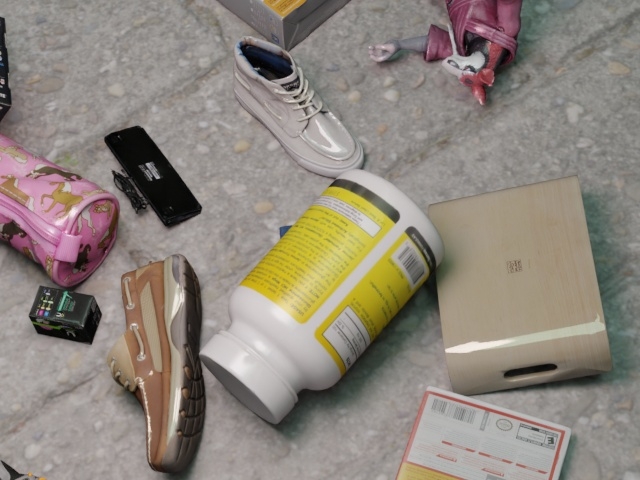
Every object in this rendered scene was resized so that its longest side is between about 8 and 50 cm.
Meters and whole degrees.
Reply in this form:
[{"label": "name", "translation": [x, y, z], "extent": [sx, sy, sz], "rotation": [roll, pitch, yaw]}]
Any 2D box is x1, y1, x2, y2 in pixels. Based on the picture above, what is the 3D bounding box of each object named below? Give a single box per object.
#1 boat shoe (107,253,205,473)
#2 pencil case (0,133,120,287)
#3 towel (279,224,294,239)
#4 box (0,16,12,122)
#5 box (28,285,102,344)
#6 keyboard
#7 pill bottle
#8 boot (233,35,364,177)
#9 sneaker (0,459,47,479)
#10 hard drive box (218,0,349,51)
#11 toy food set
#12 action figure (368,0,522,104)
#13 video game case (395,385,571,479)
[{"label": "boat shoe", "translation": [-0.226, 0.170, 1.876], "extent": [0.116, 0.123, 0.324], "rotation": [-8, 53, 6]}, {"label": "pencil case", "translation": [-0.473, -0.080, 1.996], "extent": [0.386, 0.160, 0.167], "rotation": [29, 51, 16]}, {"label": "towel", "translation": [0.000, 0.000, 2.003], "extent": [0.119, 0.029, 0.067], "rotation": [-8, 59, -1]}, {"label": "box", "translation": [-0.557, -0.271, 1.974], "extent": [0.220, 0.051, 0.175], "rotation": [12, 50, -34]}, {"label": "box", "translation": [-0.360, 0.105, 1.943], "extent": [0.083, 0.062, 0.052], "rotation": [10, 62, 9]}, {"label": "keyboard", "translation": [-0.267, -0.091, 2.076], "extent": [0.100, 0.038, 0.192], "rotation": [-18, 57, -34]}, {"label": "pill bottle", "translation": [-0.002, 0.078, 1.861], "extent": [0.188, 0.188, 0.334], "rotation": [36, 73, 21]}, {"label": "boot", "translation": [-0.040, -0.203, 2.067], "extent": [0.258, 0.123, 0.095], "rotation": [38, 69, 21]}, {"label": "sneaker", "translation": [-0.353, 0.348, 1.797], "extent": [0.215, 0.084, 0.083], "rotation": [35, 64, 11]}, {"label": "hard drive box", "translation": [-0.077, -0.441, 2.228], "extent": [0.232, 0.089, 0.181], "rotation": [39, 69, 22]}, {"label": "toy food set", "translation": [0.277, 0.058, 1.934], "extent": [0.220, 0.092, 0.306], "rotation": [-11, 58, 10]}, {"label": "action figure", "translation": [0.241, -0.378, 2.160], "extent": [0.276, 0.248, 0.370], "rotation": [10, 66, -41]}, {"label": "video game case", "translation": [0.194, 0.345, 1.796], "extent": [0.204, 0.025, 0.285], "rotation": [16, 62, 11]}]
